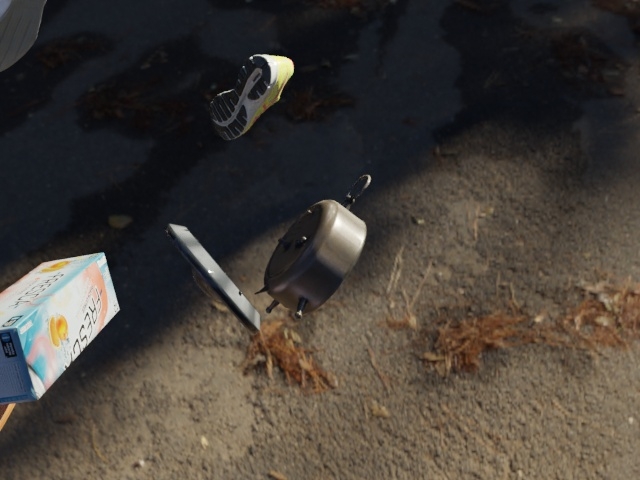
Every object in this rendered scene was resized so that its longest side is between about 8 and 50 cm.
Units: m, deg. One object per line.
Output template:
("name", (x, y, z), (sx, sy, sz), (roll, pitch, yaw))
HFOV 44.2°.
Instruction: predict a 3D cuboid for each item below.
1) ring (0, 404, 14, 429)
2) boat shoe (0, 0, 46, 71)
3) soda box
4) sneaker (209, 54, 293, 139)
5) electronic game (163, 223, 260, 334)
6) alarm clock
("ring", (-0.548, 0.283, 1.269), (0.336, 0.032, 0.337), (-37, 31, 27))
("boat shoe", (-0.447, -0.344, 1.140), (0.083, 0.226, 0.076), (1, 49, -55))
("soda box", (-0.223, 0.065, 0.630), (0.063, 0.058, 0.183), (-9, 15, 7))
("sneaker", (-0.114, -0.246, 1.364), (0.094, 0.208, 0.081), (-28, 84, -45))
("electronic game", (-0.176, 0.063, 1.279), (0.048, 0.229, 0.229), (-41, 46, -6))
("alarm clock", (0.000, 0.000, 0.891), (0.192, 0.064, 0.129), (-55, 17, -15))
